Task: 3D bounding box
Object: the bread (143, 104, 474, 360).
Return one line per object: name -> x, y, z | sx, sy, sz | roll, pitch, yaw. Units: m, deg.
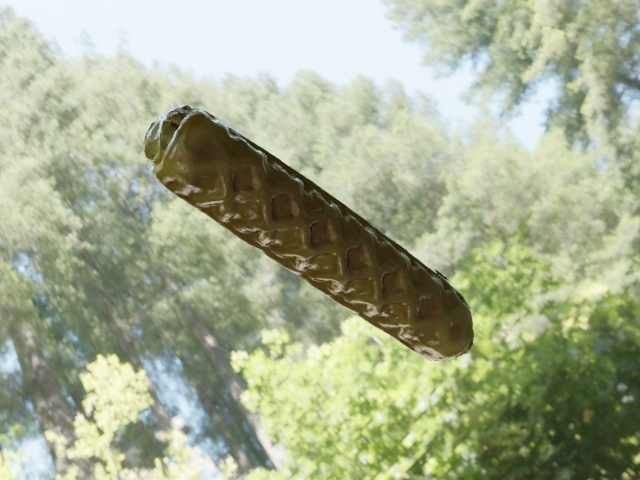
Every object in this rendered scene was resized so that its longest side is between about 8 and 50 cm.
bread -> -0.001, 0.001, 1.008 | 0.367, 0.084, 0.077 | 36, -73, -24
